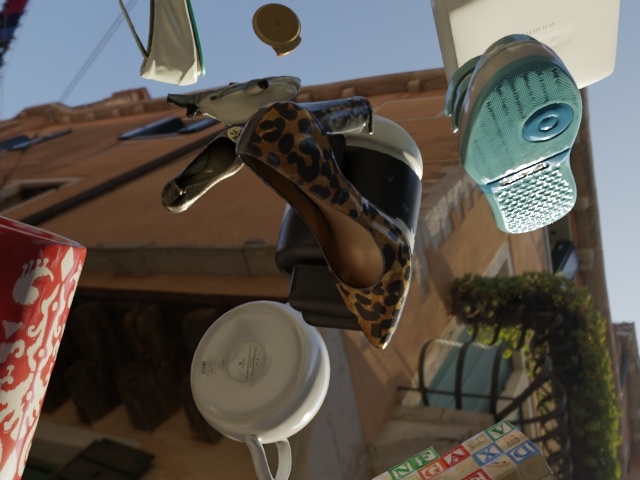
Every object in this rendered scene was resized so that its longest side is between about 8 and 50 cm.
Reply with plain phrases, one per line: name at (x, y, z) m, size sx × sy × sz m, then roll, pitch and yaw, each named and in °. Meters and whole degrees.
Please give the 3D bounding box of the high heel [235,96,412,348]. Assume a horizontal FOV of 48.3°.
high heel at (0.000, 0.000, 0.661) m, size 0.093 × 0.186 × 0.261 m, roll -3°, pitch -78°, yaw 36°

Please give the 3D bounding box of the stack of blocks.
stack of blocks at (0.200, 0.403, 1.124) m, size 0.297 × 0.171 × 0.087 m, roll -29°, pitch -78°, yaw -5°

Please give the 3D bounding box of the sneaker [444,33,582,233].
sneaker at (0.192, -0.157, 0.790) m, size 0.127 × 0.319 × 0.208 m, roll -19°, pitch -119°, yaw 8°

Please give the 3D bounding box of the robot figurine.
robot figurine at (0.036, -0.029, 0.915) m, size 0.174 × 0.278 × 0.209 m, roll 18°, pitch -23°, yaw -17°

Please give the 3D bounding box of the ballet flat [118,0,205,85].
ballet flat at (-0.280, -0.456, 1.185) m, size 0.139 × 0.139 × 0.400 m, roll 6°, pitch -68°, yaw 29°

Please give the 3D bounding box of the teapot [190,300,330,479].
teapot at (-0.084, 0.241, 1.221) m, size 0.252 × 0.256 × 0.187 m, roll 37°, pitch -10°, yaw 36°

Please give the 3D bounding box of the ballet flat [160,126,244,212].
ballet flat at (-0.225, -0.152, 1.436) m, size 0.084 × 0.250 × 0.058 m, roll 39°, pitch -25°, yaw 14°

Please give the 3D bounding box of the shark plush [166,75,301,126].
shark plush at (-0.104, -0.166, 0.862) m, size 0.161 × 0.067 × 0.073 m, roll -9°, pitch -46°, yaw 22°

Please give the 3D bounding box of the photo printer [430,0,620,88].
photo printer at (0.289, -0.321, 1.004) m, size 0.256 × 0.107 × 0.307 m, roll -19°, pitch -33°, yaw 7°

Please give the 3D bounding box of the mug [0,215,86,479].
mug at (-0.202, 0.072, 0.416) m, size 0.150 × 0.113 × 0.169 m, roll 14°, pitch -96°, yaw 54°

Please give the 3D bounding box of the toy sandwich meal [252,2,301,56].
toy sandwich meal at (-0.067, -0.327, 1.107) m, size 0.085 × 0.085 × 0.029 m, roll 48°, pitch -21°, yaw 2°
